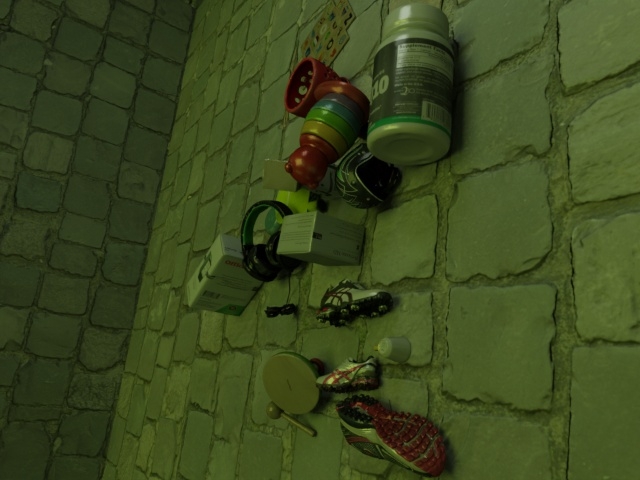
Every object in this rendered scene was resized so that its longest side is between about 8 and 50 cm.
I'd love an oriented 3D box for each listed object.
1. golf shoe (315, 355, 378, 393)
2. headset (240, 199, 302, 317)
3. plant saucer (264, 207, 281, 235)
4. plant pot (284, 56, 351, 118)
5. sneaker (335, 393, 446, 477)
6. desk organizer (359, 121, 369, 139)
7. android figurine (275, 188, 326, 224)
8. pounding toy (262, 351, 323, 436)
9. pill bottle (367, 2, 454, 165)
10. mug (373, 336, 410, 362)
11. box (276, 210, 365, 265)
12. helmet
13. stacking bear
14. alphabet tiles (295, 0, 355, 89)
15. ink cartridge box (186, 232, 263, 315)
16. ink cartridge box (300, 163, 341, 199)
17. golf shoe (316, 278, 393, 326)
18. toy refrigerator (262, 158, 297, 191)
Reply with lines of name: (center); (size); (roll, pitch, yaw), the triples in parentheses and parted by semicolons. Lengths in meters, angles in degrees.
golf shoe: (0.070, 0.348, 1.301); (0.186, 0.067, 0.086); (-18, 53, 31)
headset: (-0.169, 0.057, 1.660); (0.243, 0.185, 0.394); (-29, 74, 38)
plant saucer: (-0.181, -0.079, 1.903); (0.119, 0.021, 0.119); (-28, 55, 48)
plant pot: (-0.005, -0.489, 1.686); (0.191, 0.174, 0.191); (-27, 55, 47)
sneaker: (0.158, 0.442, 1.119); (0.299, 0.121, 0.112); (9, 113, 56)
desk organizer: (0.154, -0.335, 1.499); (0.130, 0.050, 0.047); (9, 84, 56)
android figurine: (-0.072, -0.139, 1.738); (0.273, 0.056, 0.248); (-13, 67, 51)
pounding toy: (-0.062, 0.411, 1.441); (0.183, 0.110, 0.236); (13, 109, 24)
pill bottle: (0.231, -0.391, 1.273); (0.204, 0.204, 0.361); (-15, 63, 52)
mug: (0.167, 0.263, 1.206); (0.078, 0.064, 0.062); (-51, 40, 31)
box: (0.000, 0.000, 1.459); (0.182, 0.181, 0.119); (-4, 73, 55)
helmet: (0.118, -0.169, 1.380); (0.161, 0.169, 0.169); (-57, 34, -3)
stacking bear: (0.010, -0.279, 1.386); (0.289, 0.175, 0.164); (-60, 19, -15)
alphabet tiles: (0.011, -0.757, 1.930); (0.342, 0.011, 0.285); (-47, 42, 34)
ink cartridge box: (-0.338, 0.134, 1.871); (0.289, 0.211, 0.121); (-52, 38, 28)
ink cartridge box: (0.011, -0.195, 1.572); (0.056, 0.135, 0.099); (-11, 68, 50)
golf shoe: (0.084, 0.151, 1.347); (0.273, 0.105, 0.120); (-23, 51, 49)
toy refrigerator: (-0.109, -0.208, 1.559); (0.269, 0.102, 0.094); (-74, -9, -82)
